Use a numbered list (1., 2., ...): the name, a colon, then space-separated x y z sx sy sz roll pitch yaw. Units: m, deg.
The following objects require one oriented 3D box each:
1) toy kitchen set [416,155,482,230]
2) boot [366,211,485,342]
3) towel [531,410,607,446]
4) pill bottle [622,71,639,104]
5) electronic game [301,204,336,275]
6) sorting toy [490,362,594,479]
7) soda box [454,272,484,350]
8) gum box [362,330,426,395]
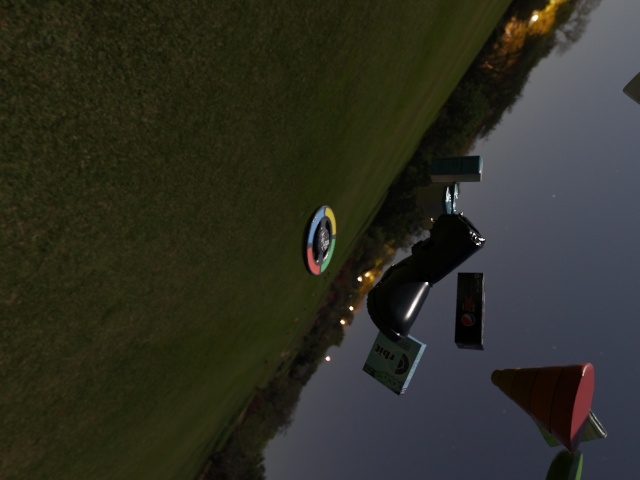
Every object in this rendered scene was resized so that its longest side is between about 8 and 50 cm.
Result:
1. toy kitchen set: 0.306 -0.136 0.932 0.166 0.122 0.207 51 47 -57
2. boot: 0.194 0.051 0.724 0.207 0.094 0.246 -47 180 27
3. towel: 0.607 0.452 1.000 0.023 0.113 0.152 -9 152 -38
4. pill bottle: 0.902 -0.357 0.994 0.131 0.229 0.131 -39 165 -13
5. electronic game: 0.000 0.000 1.287 0.229 0.048 0.229 9 90 -68
6. sorting toy: 0.319 0.337 0.612 0.127 0.126 0.365 -18 111 -43
7. soda box: 0.339 0.158 0.904 0.053 0.060 0.168 49 46 -51
8. gum box: 0.243 0.392 1.339 0.041 0.157 0.184 17 97 -52
